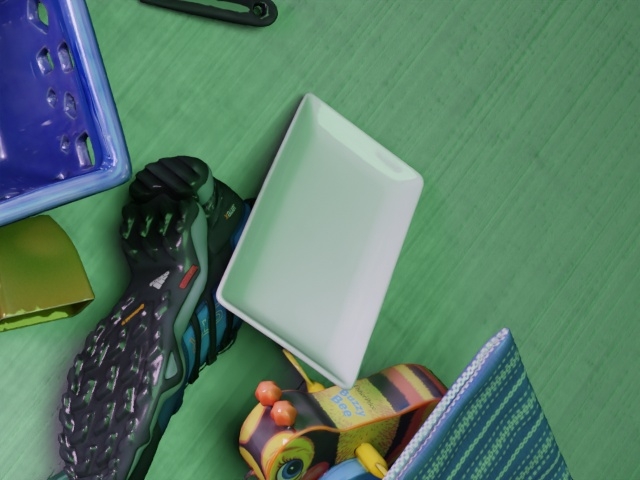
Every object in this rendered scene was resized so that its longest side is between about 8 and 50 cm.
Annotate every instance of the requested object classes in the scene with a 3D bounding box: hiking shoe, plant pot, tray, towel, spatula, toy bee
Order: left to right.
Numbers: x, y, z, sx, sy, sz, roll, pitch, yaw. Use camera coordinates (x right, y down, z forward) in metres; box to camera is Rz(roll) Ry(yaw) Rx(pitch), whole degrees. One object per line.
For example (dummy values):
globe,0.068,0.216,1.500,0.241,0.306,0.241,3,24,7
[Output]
plant pot,-0.309,-0.111,1.444,0.236,0.212,0.236,-18,91,-22
plant pot,-0.245,0.025,1.531,0.081,0.081,0.083,-12,81,-22
spatula,-0.178,-0.230,1.604,0.296,0.030,0.084,10,81,-20
hiking shoe,-0.120,0.085,1.545,0.132,0.113,0.304,30,72,-44
tray,0.000,0.000,1.601,0.145,0.030,0.270,35,46,-14
toy bee,0.003,0.177,1.552,0.195,0.162,0.298,28,51,27
towel,0.136,0.254,1.572,0.243,0.040,0.336,-53,145,-18

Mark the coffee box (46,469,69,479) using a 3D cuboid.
coffee box,-0.249,0.282,1.522,0.184,0.040,0.113,-32,97,-21
